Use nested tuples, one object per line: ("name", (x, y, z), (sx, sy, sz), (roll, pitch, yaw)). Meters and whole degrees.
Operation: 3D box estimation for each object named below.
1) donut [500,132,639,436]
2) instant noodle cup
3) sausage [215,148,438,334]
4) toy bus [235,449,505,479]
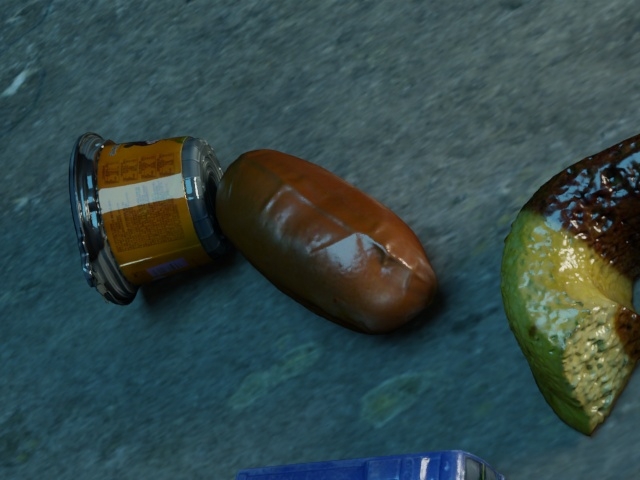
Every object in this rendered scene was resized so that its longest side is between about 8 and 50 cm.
("donut", (0.235, -0.005, 1.226), (0.151, 0.112, 0.295), (30, 83, 35))
("instant noodle cup", (-0.162, -0.034, 1.450), (0.125, 0.177, 0.208), (-12, 48, 11))
("sausage", (-0.001, -0.001, 1.355), (0.258, 0.133, 0.133), (35, 88, 37))
("toy bus", (0.037, 0.232, 1.240), (0.236, 0.094, 0.079), (-10, 63, 27))
